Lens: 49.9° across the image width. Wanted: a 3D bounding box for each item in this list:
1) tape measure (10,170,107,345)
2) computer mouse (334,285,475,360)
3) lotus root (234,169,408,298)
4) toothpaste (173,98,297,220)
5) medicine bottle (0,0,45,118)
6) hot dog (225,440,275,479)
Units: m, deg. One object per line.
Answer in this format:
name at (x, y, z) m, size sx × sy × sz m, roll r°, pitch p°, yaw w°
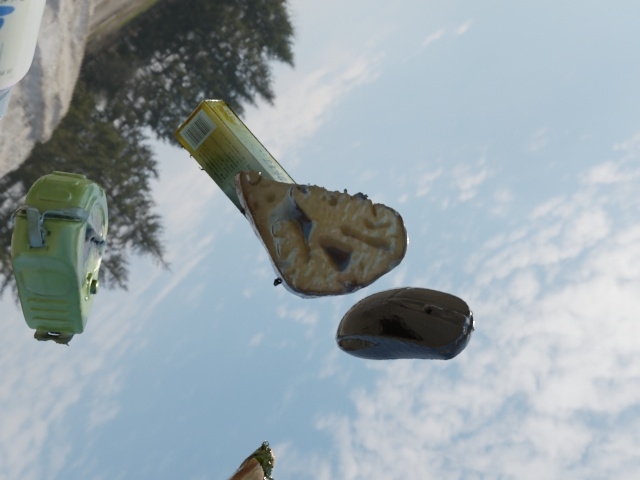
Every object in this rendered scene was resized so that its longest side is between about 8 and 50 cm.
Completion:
tape measure at (-0.332, 0.003, 0.871) m, size 0.106 × 0.200 × 0.175 m, roll 5°, pitch -134°, yaw -3°
computer mouse at (0.137, 0.140, 1.218) m, size 0.269 × 0.086 × 0.137 m, roll -6°, pitch -145°, yaw 32°
lotus root at (0.000, 0.000, 0.984) m, size 0.074 × 0.260 × 0.170 m, roll 175°, pitch -79°, yaw -69°
toothpaste at (-0.094, -0.082, 1.082) m, size 0.089 × 0.313 × 0.071 m, roll -43°, pitch 175°, yaw 20°
medicine bottle at (-0.420, -0.271, 0.808) m, size 0.293 × 0.170 × 0.170 m, roll -48°, pitch -173°, yaw 46°
hot dog at (-0.050, 0.142, 0.369) m, size 0.083 × 0.021 × 0.037 m, roll -46°, pitch 170°, yaw 18°
